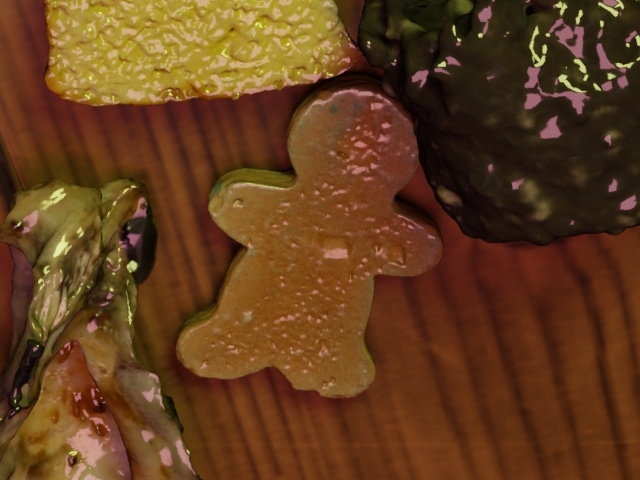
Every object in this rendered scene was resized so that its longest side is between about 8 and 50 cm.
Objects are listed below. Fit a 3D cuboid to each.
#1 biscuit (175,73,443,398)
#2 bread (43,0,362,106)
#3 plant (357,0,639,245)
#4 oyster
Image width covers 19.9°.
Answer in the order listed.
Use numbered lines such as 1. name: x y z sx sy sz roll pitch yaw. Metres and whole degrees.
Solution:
1. biscuit: 0.000 0.000 1.161 0.153 0.030 0.234 11 120 -9
2. bread: -0.072 -0.133 1.060 0.187 0.065 0.103 -8 119 5
3. plant: 0.123 -0.122 1.006 0.204 0.178 0.234 -9 127 5
4. oyster: -0.173 0.122 1.165 0.197 0.133 0.337 -8 118 -24
